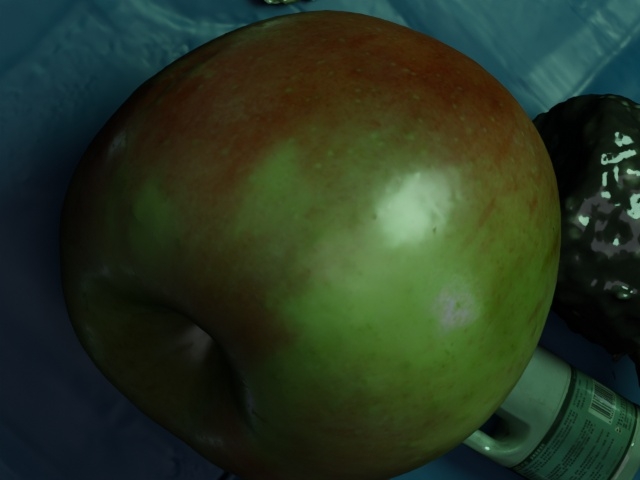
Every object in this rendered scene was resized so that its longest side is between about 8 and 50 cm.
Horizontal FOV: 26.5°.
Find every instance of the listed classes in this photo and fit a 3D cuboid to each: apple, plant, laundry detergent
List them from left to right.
[{"bbox_3d":[0.000,0.000,0.901,0.277,0.319,0.319,-45,108,-33],"label":"apple"},{"bbox_3d":[0.152,0.127,1.074,0.225,0.070,0.099,31,95,-18],"label":"laundry detergent"},{"bbox_3d":[0.247,0.003,1.029,0.234,0.178,0.204,32,87,-11],"label":"plant"}]

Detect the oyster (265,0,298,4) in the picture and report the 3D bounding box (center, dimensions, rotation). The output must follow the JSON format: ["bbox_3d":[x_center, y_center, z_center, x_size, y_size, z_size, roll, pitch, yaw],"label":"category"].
[{"bbox_3d":[-0.011,-0.228,1.000,0.098,0.037,0.100,-19,102,-12],"label":"oyster"}]
